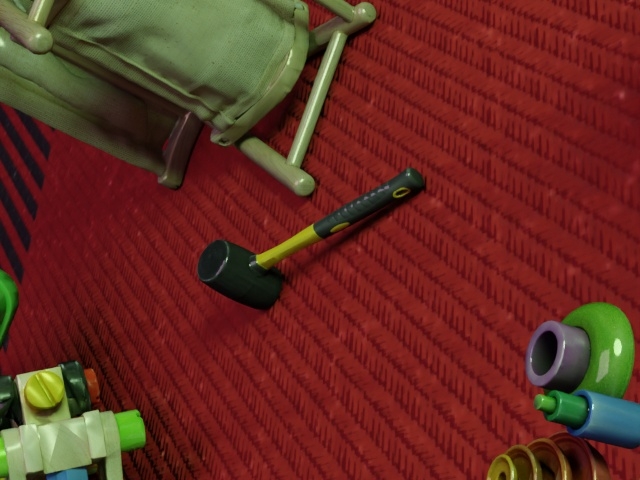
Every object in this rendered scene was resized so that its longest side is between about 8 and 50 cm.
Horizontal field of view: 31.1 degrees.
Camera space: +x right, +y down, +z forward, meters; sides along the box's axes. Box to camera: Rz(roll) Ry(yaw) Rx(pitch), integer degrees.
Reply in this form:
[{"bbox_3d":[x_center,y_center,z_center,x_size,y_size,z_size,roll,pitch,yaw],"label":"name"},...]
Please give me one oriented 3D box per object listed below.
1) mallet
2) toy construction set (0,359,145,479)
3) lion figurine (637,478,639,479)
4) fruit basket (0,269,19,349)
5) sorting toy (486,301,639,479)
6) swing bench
[{"bbox_3d":[0.000,0.000,0.830,0.190,0.062,0.039,-23,51,26],"label":"mallet"},{"bbox_3d":[-0.221,0.215,0.906,0.328,0.151,0.215,-30,71,51],"label":"toy construction set"},{"bbox_3d":[0.191,0.150,0.376,0.240,0.142,0.392,-31,52,43],"label":"lion figurine"},{"bbox_3d":[-0.430,0.168,1.036,0.392,0.283,0.392,-54,23,35],"label":"fruit basket"},{"bbox_3d":[0.087,0.067,0.431,0.061,0.042,0.102,149,135,-63],"label":"sorting toy"},{"bbox_3d":[-0.143,-0.160,0.928,0.255,0.253,0.165,7,74,55],"label":"swing bench"}]
